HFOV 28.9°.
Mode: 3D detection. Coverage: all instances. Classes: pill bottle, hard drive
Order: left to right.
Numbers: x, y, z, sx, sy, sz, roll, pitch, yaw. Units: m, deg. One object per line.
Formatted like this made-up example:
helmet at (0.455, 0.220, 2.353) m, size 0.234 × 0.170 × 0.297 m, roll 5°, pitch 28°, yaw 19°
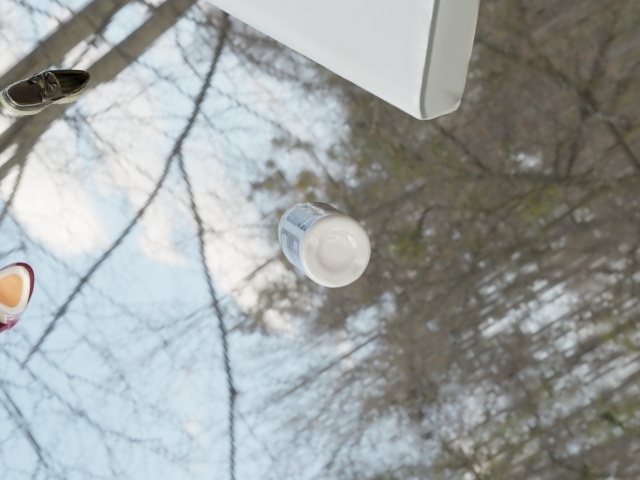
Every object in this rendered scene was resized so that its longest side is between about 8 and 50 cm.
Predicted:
hard drive at (-0.026, -0.257, 0.853) m, size 0.047 × 0.233 × 0.353 m, roll -21°, pitch -139°, yaw -37°
pill bottle at (0.000, 0.000, 1.340) m, size 0.078 × 0.078 × 0.137 m, roll 50°, pitch 176°, yaw -17°

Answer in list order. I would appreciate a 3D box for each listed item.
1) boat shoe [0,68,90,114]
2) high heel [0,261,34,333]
boat shoe at (-0.390, -0.219, 1.761) m, size 0.056 × 0.049 × 0.152 m, roll 52°, pitch -144°, yaw 5°
high heel at (-0.521, 0.088, 2.127) m, size 0.082 × 0.244 × 0.117 m, roll 35°, pitch -137°, yaw 1°
